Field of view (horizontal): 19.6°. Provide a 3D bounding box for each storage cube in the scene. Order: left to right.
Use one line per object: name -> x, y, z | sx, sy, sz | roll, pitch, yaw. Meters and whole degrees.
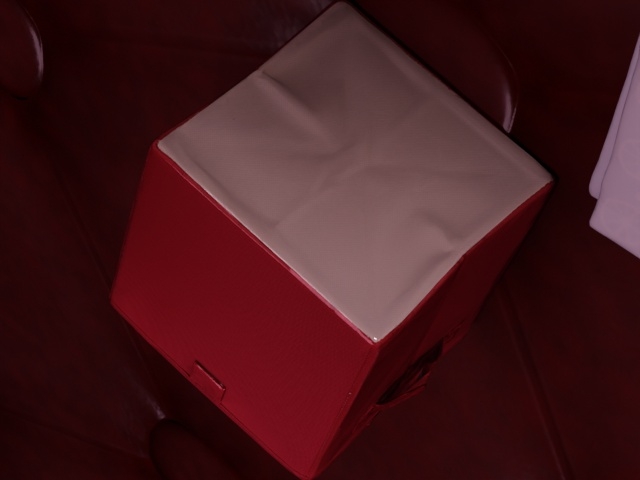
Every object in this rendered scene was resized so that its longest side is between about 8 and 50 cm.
storage cube -> 0.000, 0.000, 1.182 | 0.215, 0.183, 0.193 | 42, 148, 12

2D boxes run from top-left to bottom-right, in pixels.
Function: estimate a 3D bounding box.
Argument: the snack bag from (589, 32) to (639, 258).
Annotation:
snack bag -> 0.290, -0.039, 0.913 | 0.323, 0.037, 0.342 | 37, 147, 21
